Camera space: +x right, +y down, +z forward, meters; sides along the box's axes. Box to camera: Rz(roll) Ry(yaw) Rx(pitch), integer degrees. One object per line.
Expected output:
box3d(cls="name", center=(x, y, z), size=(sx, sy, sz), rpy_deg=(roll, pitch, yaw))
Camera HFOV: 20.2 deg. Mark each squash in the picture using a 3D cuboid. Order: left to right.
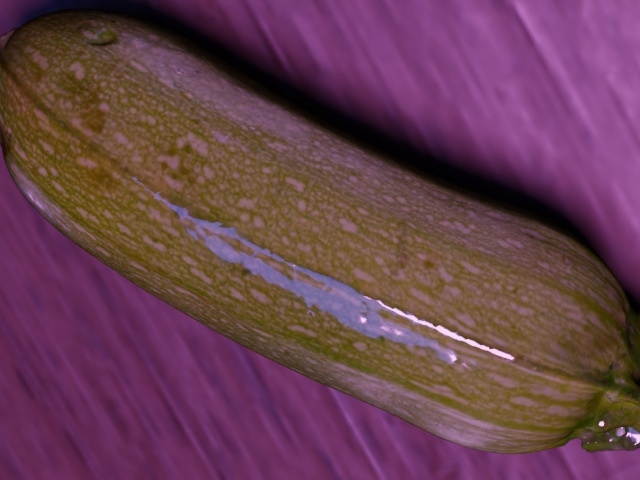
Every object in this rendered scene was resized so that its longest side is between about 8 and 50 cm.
box3d(cls="squash", center=(0.000, 0.000, 0.510), size=(0.219, 0.077, 0.068), rpy_deg=(26, 119, 3))
